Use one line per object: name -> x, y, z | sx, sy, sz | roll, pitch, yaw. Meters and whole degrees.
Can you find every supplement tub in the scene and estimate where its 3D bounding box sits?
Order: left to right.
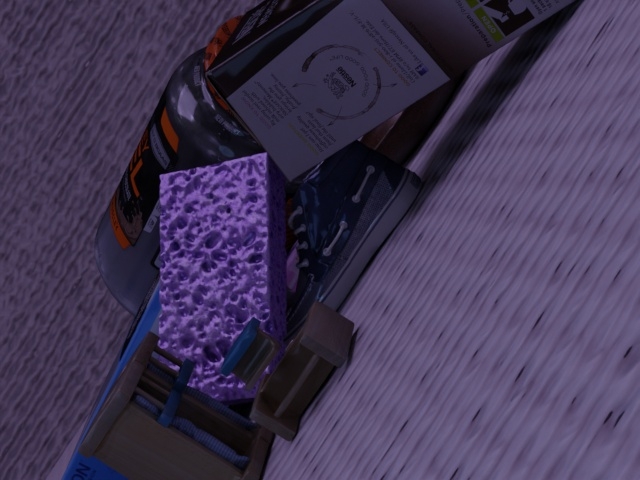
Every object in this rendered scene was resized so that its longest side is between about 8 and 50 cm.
supplement tub -> -0.101, -0.069, 2.099 | 0.338, 0.207, 0.207 | -59, 3, 39

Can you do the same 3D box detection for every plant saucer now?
plant saucer -> 0.090, -0.130, 1.872 | 0.198, 0.036, 0.198 | -55, 7, 10

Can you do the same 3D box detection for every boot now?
boot -> 0.000, 0.000, 1.661 | 0.190, 0.086, 0.069 | -55, 6, 9

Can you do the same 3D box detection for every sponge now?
sponge -> -0.084, 0.035, 1.647 | 0.117, 0.031, 0.210 | -8, 76, 31

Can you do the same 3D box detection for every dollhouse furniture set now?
dollhouse furniture set -> -0.077, 0.104, 1.515 | 0.183, 0.129, 0.129 | -55, 6, 19

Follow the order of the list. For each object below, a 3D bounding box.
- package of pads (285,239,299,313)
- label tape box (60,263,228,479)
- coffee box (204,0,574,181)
package of pads -> -0.023, 0.030, 1.932 | 0.083, 0.032, 0.050 | -60, 7, -36
label tape box -> -0.147, 0.127, 1.883 | 0.249, 0.115, 0.347 | -64, 7, 11
coffee box -> 0.069, -0.194, 1.580 | 0.297, 0.119, 0.168 | -32, 16, 22
